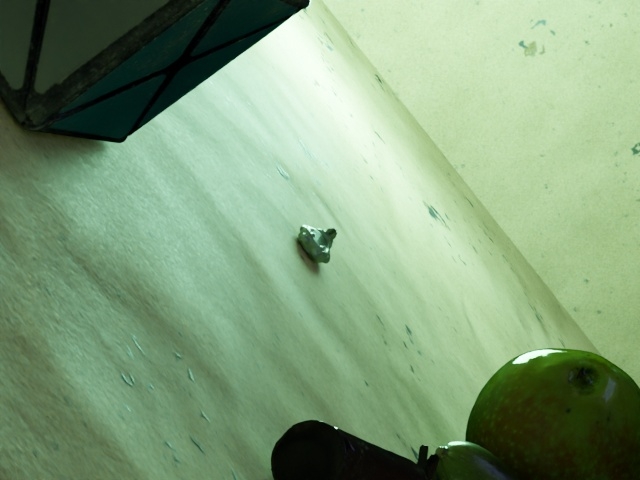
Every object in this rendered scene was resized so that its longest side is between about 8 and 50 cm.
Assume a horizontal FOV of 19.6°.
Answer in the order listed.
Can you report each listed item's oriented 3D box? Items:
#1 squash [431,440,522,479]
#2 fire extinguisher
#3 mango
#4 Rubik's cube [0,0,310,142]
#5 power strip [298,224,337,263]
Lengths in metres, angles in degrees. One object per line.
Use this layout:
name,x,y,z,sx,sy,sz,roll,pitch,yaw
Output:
squash,0.239,0.348,2.056,0.341,0.094,0.094,50,12,-11
fire extinguisher,0.046,0.212,1.684,0.072,0.089,0.267,10,-11,28
mango,0.290,0.267,2.198,0.382,0.225,0.201,71,-3,-54
Rubik's cube,-0.193,-0.259,1.680,0.255,0.260,0.259,55,14,7
power strip,0.000,0.000,2.247,0.055,0.035,0.083,54,14,2
